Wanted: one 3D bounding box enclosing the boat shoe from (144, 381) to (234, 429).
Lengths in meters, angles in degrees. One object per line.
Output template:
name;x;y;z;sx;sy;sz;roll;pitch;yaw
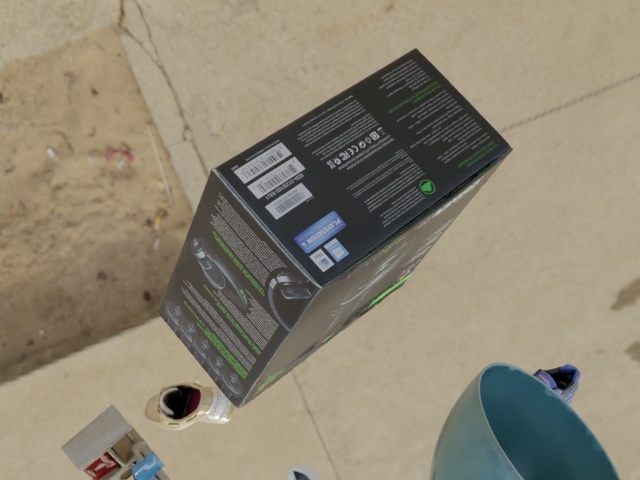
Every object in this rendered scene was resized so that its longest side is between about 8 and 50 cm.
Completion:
boat shoe;-0.182;0.210;1.300;0.059;0.063;0.170;24;152;-38

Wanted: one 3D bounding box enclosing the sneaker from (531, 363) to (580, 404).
sneaker;0.375;0.268;1.777;0.221;0.083;0.087;-18;144;-35

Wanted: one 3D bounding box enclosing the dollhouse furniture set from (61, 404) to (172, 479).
dollhouse furniture set;-0.229;0.307;1.166;0.129;0.129;0.184;-40;153;-14

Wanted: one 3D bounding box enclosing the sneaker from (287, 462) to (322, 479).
sneaker;0.011;0.490;1.814;0.080;0.212;0.094;-45;162;-6

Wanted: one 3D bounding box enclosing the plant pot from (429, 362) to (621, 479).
plant pot;0.272;0.353;1.457;0.290;0.290;0.195;23;122;-35

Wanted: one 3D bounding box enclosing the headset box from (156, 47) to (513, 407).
headset box;0.000;0.000;0.920;0.246;0.131;0.283;-34;167;-33
